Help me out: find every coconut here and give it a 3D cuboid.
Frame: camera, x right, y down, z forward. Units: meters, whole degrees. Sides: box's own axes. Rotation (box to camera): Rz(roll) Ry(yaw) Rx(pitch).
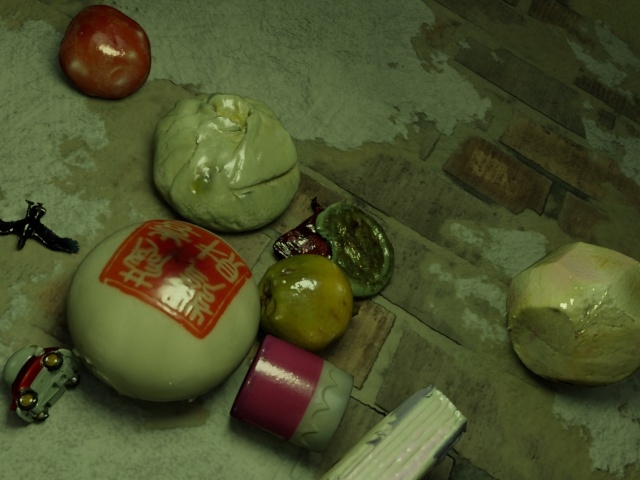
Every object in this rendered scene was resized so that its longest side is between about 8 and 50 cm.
[{"bbox_3d":[0.623,0.173,1.584,0.353,0.352,0.352,10,54,-15],"label":"coconut"}]

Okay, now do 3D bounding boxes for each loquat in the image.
[{"bbox_3d":[-0.017,0.137,1.430,0.246,0.213,0.213,12,52,-36],"label":"loquat"}]

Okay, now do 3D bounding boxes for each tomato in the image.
[{"bbox_3d":[-0.521,-0.463,1.648,0.232,0.188,0.231,10,57,-16],"label":"tomato"}]

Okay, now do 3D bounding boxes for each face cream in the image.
[{"bbox_3d":[-0.055,0.299,1.311,0.195,0.175,0.175,25,52,-4],"label":"face cream"}]

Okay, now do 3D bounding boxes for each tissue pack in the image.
[{"bbox_3d":[0.091,0.434,1.235,0.344,0.242,0.125,-32,74,-35],"label":"tissue pack"}]

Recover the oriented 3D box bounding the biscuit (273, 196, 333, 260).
[{"bbox_3d":[-0.005,-0.004,1.613,0.151,0.063,0.235,45,47,-4],"label":"biscuit"}]

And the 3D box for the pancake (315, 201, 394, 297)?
[{"bbox_3d":[0.087,0.018,1.603,0.254,0.037,0.253,22,53,-33],"label":"pancake"}]

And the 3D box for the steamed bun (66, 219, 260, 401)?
[{"bbox_3d":[-0.290,0.105,1.285,0.375,0.241,0.374,11,40,-9],"label":"steamed bun"}]

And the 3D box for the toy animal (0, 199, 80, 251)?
[{"bbox_3d":[-0.608,-0.031,1.406,0.220,0.062,0.107,14,71,-14],"label":"toy animal"}]

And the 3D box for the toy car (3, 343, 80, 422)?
[{"bbox_3d":[-0.521,0.247,1.220,0.112,0.112,0.139,25,62,15],"label":"toy car"}]

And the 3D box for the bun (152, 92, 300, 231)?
[{"bbox_3d":[-0.212,-0.200,1.569,0.366,0.219,0.364,8,57,-13],"label":"bun"}]
